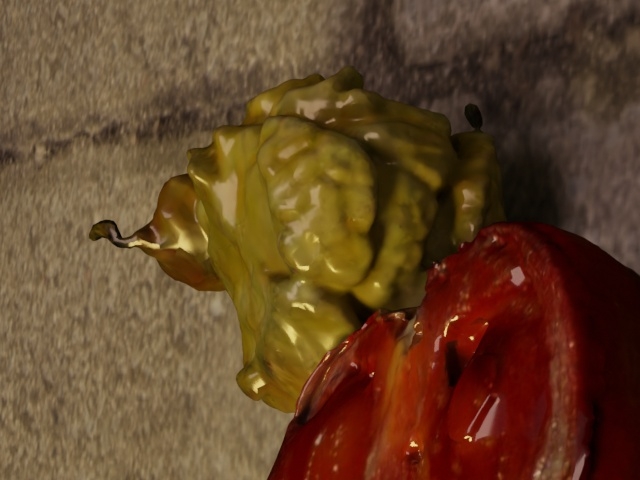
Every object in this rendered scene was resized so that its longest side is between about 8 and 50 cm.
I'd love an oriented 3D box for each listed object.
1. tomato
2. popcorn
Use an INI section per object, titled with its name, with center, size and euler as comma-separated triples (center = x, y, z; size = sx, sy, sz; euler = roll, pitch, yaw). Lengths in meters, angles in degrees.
[tomato]
center = 0.082, 0.113, 0.766
size = 0.233, 0.139, 0.200
euler = -33, 45, 55
[popcorn]
center = -0.003, -0.007, 0.923
size = 0.195, 0.173, 0.168
euler = 43, 161, 50
